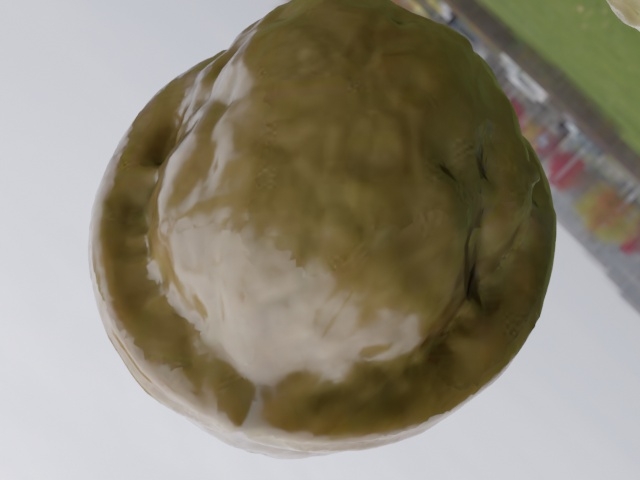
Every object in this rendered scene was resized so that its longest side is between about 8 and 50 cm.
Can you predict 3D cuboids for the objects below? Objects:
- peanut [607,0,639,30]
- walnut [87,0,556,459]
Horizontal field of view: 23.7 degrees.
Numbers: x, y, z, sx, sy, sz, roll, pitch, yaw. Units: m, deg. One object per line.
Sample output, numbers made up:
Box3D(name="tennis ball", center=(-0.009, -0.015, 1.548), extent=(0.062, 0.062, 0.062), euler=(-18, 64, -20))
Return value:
Box3D(name="peanut", center=(0.225, -0.267, 0.948), extent=(0.149, 0.149, 0.313), euler=(-127, 28, -44))
Box3D(name="walnut", center=(0.004, -0.005, 1.235), extent=(0.383, 0.383, 0.383), euler=(42, -171, -9))
